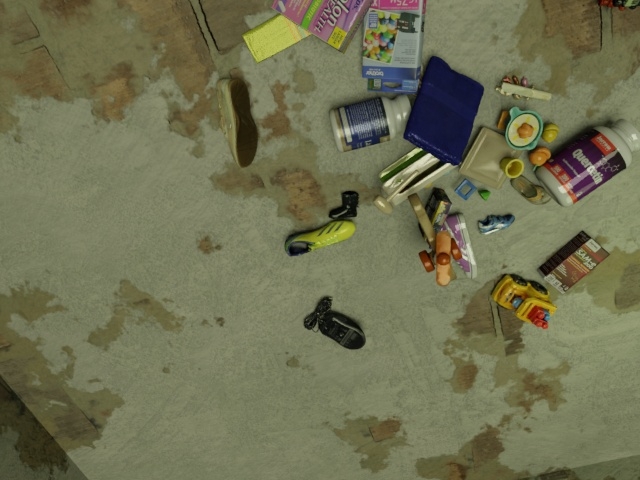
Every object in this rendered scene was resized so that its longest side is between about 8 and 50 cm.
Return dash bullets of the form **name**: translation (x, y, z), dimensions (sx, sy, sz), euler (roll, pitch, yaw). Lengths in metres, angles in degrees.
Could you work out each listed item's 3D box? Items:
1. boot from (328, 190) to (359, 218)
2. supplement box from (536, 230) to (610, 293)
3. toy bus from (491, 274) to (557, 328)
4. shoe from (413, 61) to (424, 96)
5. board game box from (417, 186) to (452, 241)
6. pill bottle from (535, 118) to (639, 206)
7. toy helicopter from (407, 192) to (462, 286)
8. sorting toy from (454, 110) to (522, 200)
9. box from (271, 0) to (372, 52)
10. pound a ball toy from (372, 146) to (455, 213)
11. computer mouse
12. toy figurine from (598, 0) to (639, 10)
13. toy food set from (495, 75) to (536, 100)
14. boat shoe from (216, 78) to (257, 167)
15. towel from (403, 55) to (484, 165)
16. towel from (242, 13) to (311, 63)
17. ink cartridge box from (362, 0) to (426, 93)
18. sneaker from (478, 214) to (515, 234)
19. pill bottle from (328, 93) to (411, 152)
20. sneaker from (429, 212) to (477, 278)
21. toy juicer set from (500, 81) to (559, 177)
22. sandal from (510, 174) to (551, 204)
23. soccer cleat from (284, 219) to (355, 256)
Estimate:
- **boot**: translation (0.090, -0.135, 1.811), dimensions (0.121, 0.045, 0.099), euler (-5, 121, -7)
- **supplement box**: translation (1.029, 0.091, 1.937), dimensions (0.130, 0.073, 0.239), euler (34, 111, -17)
- **toy bus**: translation (0.847, 0.268, 1.951), dimensions (0.220, 0.211, 0.149), euler (21, 117, -10)
- **shoe**: translation (0.297, -0.584, 1.575), dimensions (0.077, 0.058, 0.219), euler (-11, 116, 28)
- **board game box**: translation (0.428, -0.096, 1.785), dimensions (0.048, 0.141, 0.170), euler (13, 118, -8)
- **pill bottle**: translation (0.948, -0.276, 1.678), dimensions (0.323, 0.181, 0.181), euler (-39, 112, 17)
- **toy helicopter**: translation (0.382, -0.001, 1.622), dimensions (0.140, 0.235, 0.355), euler (-25, 115, 14)
- **sorting toy**: translation (0.619, -0.301, 1.731), dimensions (0.196, 0.047, 0.347), euler (19, 112, -16)
- **box**: translation (0.016, -0.720, 1.412), dimensions (0.243, 0.117, 0.213), euler (33, 109, 1)
- **pound a ball toy**: translation (0.339, -0.214, 1.682), dimensions (0.319, 0.208, 0.135), euler (-34, 113, 15)
- **computer mouse**: translation (0.081, 0.371, 2.074), dimensions (0.272, 0.072, 0.188), euler (35, 115, -5)
- **toy figurine**: translation (0.930, -0.789, 1.387), dimensions (0.148, 0.213, 0.209), euler (1, 114, 12)
- **toy food set**: translation (0.670, -0.528, 1.630), dimensions (0.122, 0.019, 0.078), euler (21, 115, -4)
- **boat shoe**: translation (-0.295, -0.402, 1.638), dimensions (0.098, 0.109, 0.302), euler (17, 126, 35)
- **towel**: translation (0.401, -0.419, 1.559), dimensions (0.228, 0.076, 0.308), euler (25, 75, -17)
- **towel**: translation (-0.127, -0.673, 1.535), dimensions (0.237, 0.021, 0.102), euler (-24, 111, 12)
- **ink cartridge box**: translation (0.229, -0.624, 1.509), dimensions (0.186, 0.065, 0.311), euler (11, 122, 20)
- **sneaker**: translation (0.686, -0.072, 1.854), dimensions (0.144, 0.053, 0.059), euler (-24, 114, 10)
- **pill bottle**: translation (0.171, -0.401, 1.609), dimensions (0.265, 0.153, 0.153), euler (-13, 118, 6)
- **sneaker**: translation (0.521, 0.038, 1.890), dimensions (0.161, 0.102, 0.282), euler (-18, 106, 12)
- **toy juicer set**: translation (0.729, -0.388, 1.629), dimensions (0.209, 0.089, 0.329), euler (-12, 116, -4)
- **sandal**: translation (0.799, -0.185, 1.798), dimensions (0.180, 0.049, 0.072), euler (30, 114, -16)
- **soccer cleat**: translation (0.000, 0.001, 1.838), dimensions (0.289, 0.121, 0.093), euler (-16, 117, 7)
